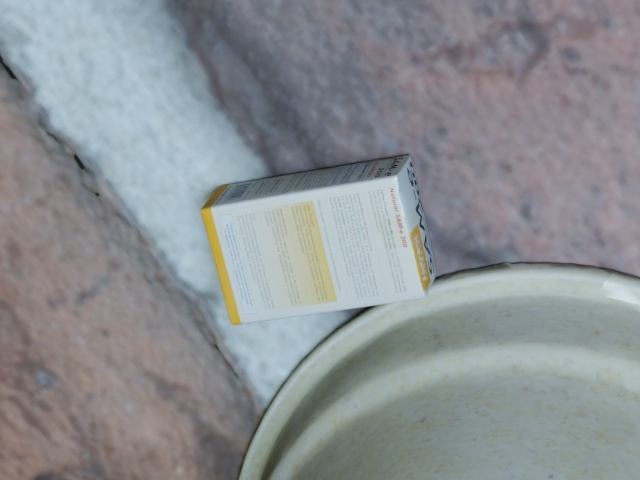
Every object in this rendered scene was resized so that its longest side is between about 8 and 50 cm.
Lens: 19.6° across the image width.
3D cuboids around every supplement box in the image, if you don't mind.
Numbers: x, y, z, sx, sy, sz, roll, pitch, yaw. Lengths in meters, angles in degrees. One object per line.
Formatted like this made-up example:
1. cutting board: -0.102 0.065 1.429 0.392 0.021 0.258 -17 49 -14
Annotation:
1. supplement box: 0.000 0.000 0.878 0.098 0.036 0.062 -8 108 16

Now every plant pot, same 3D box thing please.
1. plant pot: 0.086 0.220 0.795 0.334 0.305 0.334 4 112 11
